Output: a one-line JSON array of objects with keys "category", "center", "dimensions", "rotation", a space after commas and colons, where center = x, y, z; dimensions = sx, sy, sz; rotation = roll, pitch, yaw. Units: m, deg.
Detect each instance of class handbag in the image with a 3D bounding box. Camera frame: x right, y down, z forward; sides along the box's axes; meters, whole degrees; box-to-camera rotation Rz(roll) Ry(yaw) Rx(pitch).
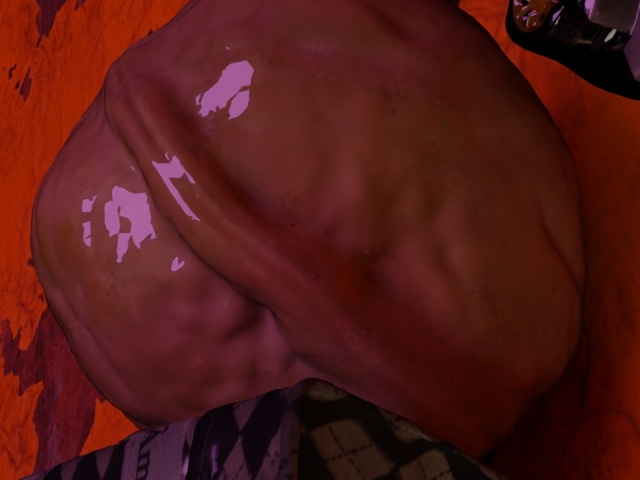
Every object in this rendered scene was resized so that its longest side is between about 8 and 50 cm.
[{"category": "handbag", "center": [-0.028, 0.228, 1.082], "dimensions": [0.416, 0.317, 0.180], "rotation": [-25, 54, 46]}]

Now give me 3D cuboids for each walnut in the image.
[{"category": "walnut", "center": [0.000, 0.000, 1.196], "dimensions": [0.381, 0.381, 0.381], "rotation": [-35, 47, 49]}]

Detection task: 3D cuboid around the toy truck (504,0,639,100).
[{"category": "toy truck", "center": [0.218, -0.279, 1.134], "dimensions": [0.254, 0.180, 0.405], "rotation": [-51, 37, 40]}]
